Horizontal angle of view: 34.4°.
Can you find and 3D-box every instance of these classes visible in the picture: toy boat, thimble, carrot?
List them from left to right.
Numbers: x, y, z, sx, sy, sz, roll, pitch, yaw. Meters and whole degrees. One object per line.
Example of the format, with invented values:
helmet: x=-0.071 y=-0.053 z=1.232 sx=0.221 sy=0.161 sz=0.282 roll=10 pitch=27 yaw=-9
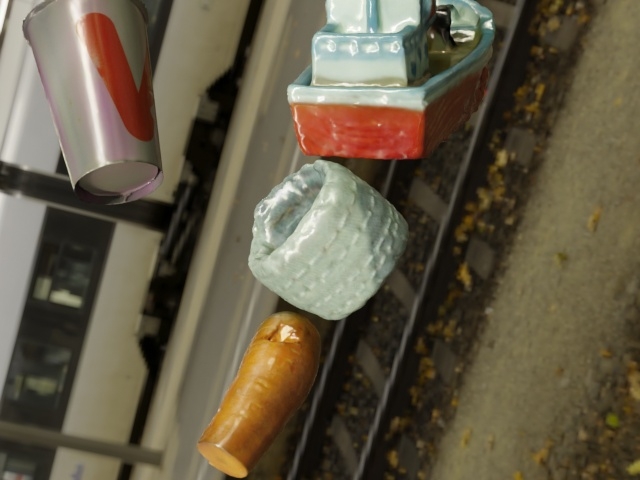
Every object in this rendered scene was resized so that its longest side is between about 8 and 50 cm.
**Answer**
carrot: x=-0.057 y=0.163 z=1.108 sx=0.193 sy=0.087 sz=0.087 roll=-66 pitch=4 yaw=-39
thimble: x=0.000 y=0.000 z=1.540 sx=0.250 sy=0.172 sz=0.205 roll=-23 pitch=38 yaw=56
toy boat: x=0.075 y=-0.177 z=0.919 sx=0.332 sy=0.145 sz=0.133 roll=-48 pitch=-42 yaw=-63

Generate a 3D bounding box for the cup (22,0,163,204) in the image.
cup: x=-0.329 y=-0.211 z=1.569 sx=0.203 sy=0.203 sz=0.288 roll=125 pitch=135 yaw=-58
